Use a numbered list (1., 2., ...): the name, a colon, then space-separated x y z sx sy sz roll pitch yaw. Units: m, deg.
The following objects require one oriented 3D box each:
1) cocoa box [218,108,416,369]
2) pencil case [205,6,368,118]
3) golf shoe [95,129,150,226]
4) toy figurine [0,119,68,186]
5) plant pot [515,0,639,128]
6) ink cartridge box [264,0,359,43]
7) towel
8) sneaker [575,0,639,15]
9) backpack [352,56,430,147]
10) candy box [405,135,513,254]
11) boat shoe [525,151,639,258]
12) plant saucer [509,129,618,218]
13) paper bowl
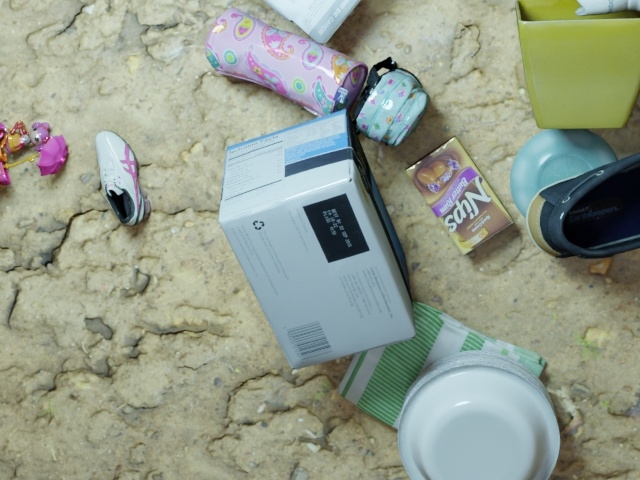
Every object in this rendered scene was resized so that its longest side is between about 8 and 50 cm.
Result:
1. cocoa box: 0.000 0.000 1.772 0.232 0.228 0.347 -17 125 11
2. pencil case: -0.059 -0.302 1.824 0.284 0.124 0.124 27 102 16
3. golf shoe: -0.372 -0.117 1.948 0.068 0.086 0.186 -21 94 13
4. toy figurine: -0.556 -0.173 1.972 0.159 0.130 0.173 -12 72 -3
5. plant pot: 0.431 -0.293 1.744 0.212 0.212 0.187 0 113 9
6. ink cartridge box: 0.003 -0.533 1.800 0.272 0.130 0.309 41 103 -1
7. towel: 0.218 0.256 1.942 0.325 0.038 0.247 25 103 2
8. sneaker: 0.419 -0.469 1.684 0.129 0.297 0.111 -14 139 -4
9. backpack: 0.121 -0.230 1.803 0.115 0.182 0.152 26 101 4
10. candy box: 0.248 -0.081 1.874 0.109 0.053 0.186 -35 94 12
11. boat shoe: 0.594 -0.087 1.750 0.500 0.156 0.186 -18 98 1
12. plant saucer: 0.432 -0.104 1.849 0.195 0.037 0.194 2 99 9
13. paper bowl: 0.278 0.347 1.859 0.284 0.148 0.284 2 101 8
